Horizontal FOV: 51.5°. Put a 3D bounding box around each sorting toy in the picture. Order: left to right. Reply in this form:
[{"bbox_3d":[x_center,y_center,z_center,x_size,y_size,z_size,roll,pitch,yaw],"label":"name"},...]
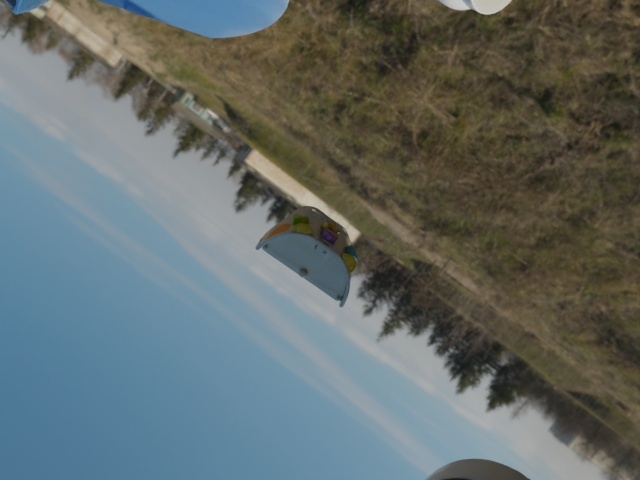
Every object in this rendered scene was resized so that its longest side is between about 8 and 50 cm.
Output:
[{"bbox_3d":[0.000,0.000,0.537,0.083,0.045,0.075,35,-153,-8],"label":"sorting toy"}]

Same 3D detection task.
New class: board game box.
[{"bbox_3d":[-0.095,-0.162,0.347,0.168,0.033,0.133,13,171,-19],"label":"board game box"}]

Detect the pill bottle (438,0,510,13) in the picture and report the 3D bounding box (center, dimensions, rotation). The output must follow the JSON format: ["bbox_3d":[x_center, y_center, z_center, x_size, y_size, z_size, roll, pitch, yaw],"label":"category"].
[{"bbox_3d":[0.144,-0.308,0.729,0.087,0.087,0.160,34,-167,-45],"label":"pill bottle"}]

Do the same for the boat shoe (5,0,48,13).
[{"bbox_3d":[-0.270,-0.324,0.638,0.089,0.258,0.109,51,-145,-11],"label":"boat shoe"}]

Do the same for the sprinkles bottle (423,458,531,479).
[{"bbox_3d":[0.043,0.225,0.350,0.121,0.121,0.355,38,-162,23],"label":"sprinkles bottle"}]
